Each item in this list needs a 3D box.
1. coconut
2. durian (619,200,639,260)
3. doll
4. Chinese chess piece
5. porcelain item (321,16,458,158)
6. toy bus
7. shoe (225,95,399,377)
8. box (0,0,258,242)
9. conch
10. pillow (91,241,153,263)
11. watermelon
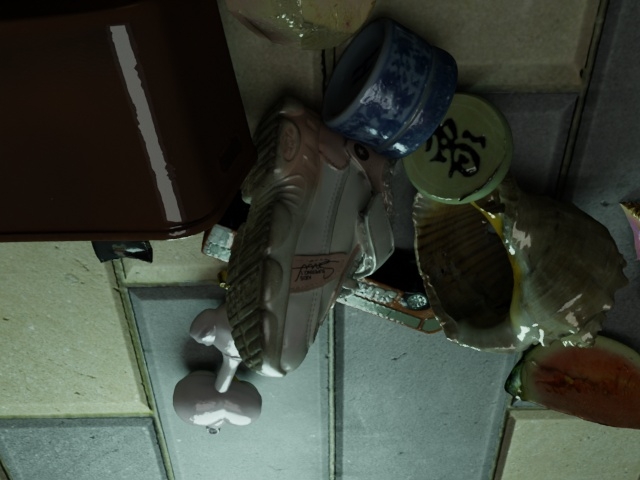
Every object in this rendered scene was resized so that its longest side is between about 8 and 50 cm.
[{"bbox_3d":[-0.027,-0.287,0.772,0.147,0.153,0.147,-26,131,-33],"label":"coconut"},{"bbox_3d":[0.563,0.068,1.060,0.154,0.186,0.260,-15,140,19],"label":"durian"},{"bbox_3d":[-0.152,0.210,1.197,0.160,0.094,0.365,11,127,-13],"label":"doll"},{"bbox_3d":[0.174,-0.118,0.914,0.144,0.058,0.144,0,91,23],"label":"Chinese chess piece"},{"bbox_3d":[0.084,-0.179,0.855,0.114,0.147,0.147,24,124,-22],"label":"porcelain item"},{"bbox_3d":[0.027,0.033,1.059,0.409,0.093,0.092,21,133,-16],"label":"toy bus"},{"bbox_3d":[0.001,0.000,0.899,0.198,0.350,0.172,10,171,-19],"label":"shoe"},{"bbox_3d":[-0.270,-0.151,0.783,0.340,0.239,0.229,-2,121,13],"label":"box"},{"bbox_3d":[0.265,0.026,1.004,0.263,0.324,0.186,-35,166,18],"label":"conch"},{"bbox_3d":[-0.302,-0.029,1.032,0.091,0.048,0.150,-13,124,-1],"label":"pillow"},{"bbox_3d":[0.455,0.221,1.198,0.304,0.159,0.128,14,97,-9],"label":"watermelon"}]
